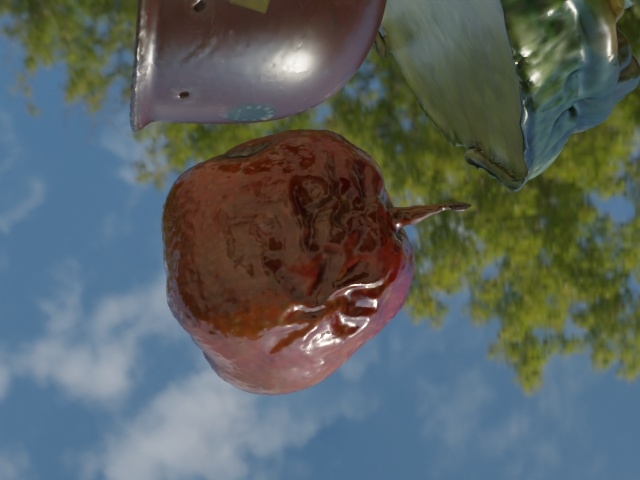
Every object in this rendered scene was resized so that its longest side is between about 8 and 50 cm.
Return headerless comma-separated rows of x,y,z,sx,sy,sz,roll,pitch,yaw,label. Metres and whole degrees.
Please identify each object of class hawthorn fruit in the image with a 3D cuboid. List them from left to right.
0.000,0.000,1.268,0.243,0.207,0.207,-19,-124,14,hawthorn fruit

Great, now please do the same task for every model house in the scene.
0.161,-0.210,0.985,0.266,0.261,0.321,-29,-167,-7,model house

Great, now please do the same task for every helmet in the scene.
-0.021,-0.127,0.730,0.106,0.155,0.175,9,-103,-5,helmet
